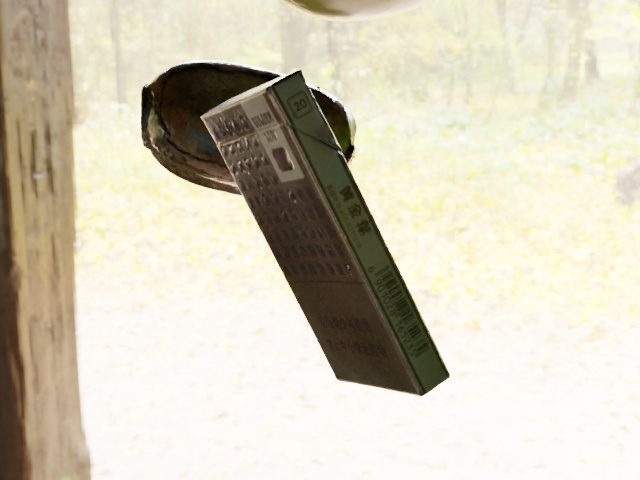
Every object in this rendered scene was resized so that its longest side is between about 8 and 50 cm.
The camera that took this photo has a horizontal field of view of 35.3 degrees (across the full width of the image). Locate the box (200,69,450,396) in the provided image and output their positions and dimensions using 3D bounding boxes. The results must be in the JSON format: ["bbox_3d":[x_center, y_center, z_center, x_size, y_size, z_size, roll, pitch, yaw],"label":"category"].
[{"bbox_3d":[0.000,0.000,0.996,0.047,0.324,0.180,-31,11,-23],"label":"box"}]

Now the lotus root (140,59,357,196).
[{"bbox_3d":[-0.093,-0.137,1.267,0.275,0.160,0.152,12,-4,-6],"label":"lotus root"}]

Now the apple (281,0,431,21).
[{"bbox_3d":[0.054,-0.409,1.032,0.357,0.357,0.357,-1,11,0],"label":"apple"}]
